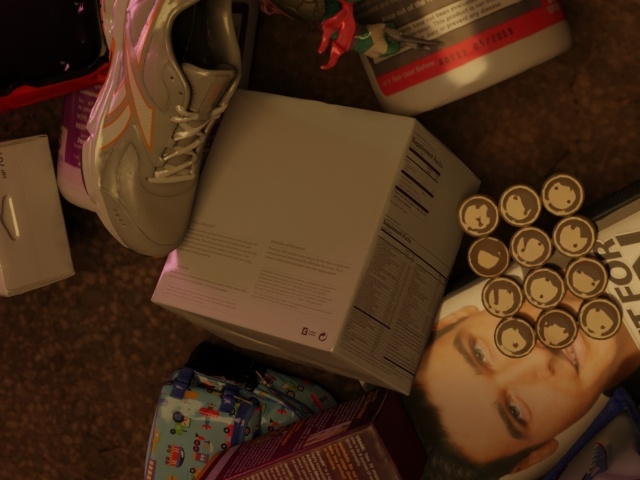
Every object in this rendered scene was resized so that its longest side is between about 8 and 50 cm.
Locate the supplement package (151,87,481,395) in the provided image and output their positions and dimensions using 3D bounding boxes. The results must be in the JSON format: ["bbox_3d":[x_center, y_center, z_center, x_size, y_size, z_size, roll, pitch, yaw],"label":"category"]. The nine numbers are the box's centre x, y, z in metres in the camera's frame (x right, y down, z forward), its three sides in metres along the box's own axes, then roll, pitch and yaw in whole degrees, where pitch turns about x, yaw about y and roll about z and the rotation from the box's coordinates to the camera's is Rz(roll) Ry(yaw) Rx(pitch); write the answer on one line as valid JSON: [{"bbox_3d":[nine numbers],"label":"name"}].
[{"bbox_3d":[0.000,0.000,1.233,0.194,0.149,0.203,14,78,33],"label":"supplement package"}]

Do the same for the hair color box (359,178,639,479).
[{"bbox_3d":[0.230,0.083,1.273,0.374,0.113,0.185,-29,92,18],"label":"hair color box"}]

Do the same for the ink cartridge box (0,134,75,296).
[{"bbox_3d":[-0.328,-0.025,1.365,0.190,0.082,0.140,1,104,47],"label":"ink cartridge box"}]

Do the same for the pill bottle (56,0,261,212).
[{"bbox_3d":[-0.142,-0.178,1.286,0.169,0.169,0.302,11,103,12],"label":"pill bottle"}]

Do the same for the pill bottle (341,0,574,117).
[{"bbox_3d":[0.078,-0.276,1.206,0.176,0.176,0.319,-21,95,17],"label":"pill bottle"}]

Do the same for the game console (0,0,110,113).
[{"bbox_3d":[-0.321,-0.305,1.286,0.342,0.060,0.387,-10,89,35],"label":"game console"}]

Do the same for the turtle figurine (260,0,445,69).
[{"bbox_3d":[-0.007,-0.223,1.107,0.234,0.118,0.175,28,130,43],"label":"turtle figurine"}]

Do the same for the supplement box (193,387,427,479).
[{"bbox_3d":[-0.011,0.207,1.244,0.188,0.104,0.081,-23,98,17],"label":"supplement box"}]

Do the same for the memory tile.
[{"bbox_3d":[0.184,0.022,1.208,0.113,0.012,0.148,-16,96,17],"label":"memory tile"}]

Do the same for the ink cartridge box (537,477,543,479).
[{"bbox_3d":[0.231,0.330,1.333,0.212,0.093,0.154,40,108,5],"label":"ink cartridge box"}]

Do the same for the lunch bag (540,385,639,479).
[{"bbox_3d":[0.258,0.372,1.160,0.328,0.239,0.385,35,101,-7],"label":"lunch bag"}]

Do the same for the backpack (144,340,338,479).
[{"bbox_3d":[-0.069,0.199,1.372,0.173,0.117,0.158,18,106,7],"label":"backpack"}]

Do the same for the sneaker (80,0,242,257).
[{"bbox_3d":[-0.119,-0.106,1.143,0.121,0.099,0.262,20,114,45],"label":"sneaker"}]
